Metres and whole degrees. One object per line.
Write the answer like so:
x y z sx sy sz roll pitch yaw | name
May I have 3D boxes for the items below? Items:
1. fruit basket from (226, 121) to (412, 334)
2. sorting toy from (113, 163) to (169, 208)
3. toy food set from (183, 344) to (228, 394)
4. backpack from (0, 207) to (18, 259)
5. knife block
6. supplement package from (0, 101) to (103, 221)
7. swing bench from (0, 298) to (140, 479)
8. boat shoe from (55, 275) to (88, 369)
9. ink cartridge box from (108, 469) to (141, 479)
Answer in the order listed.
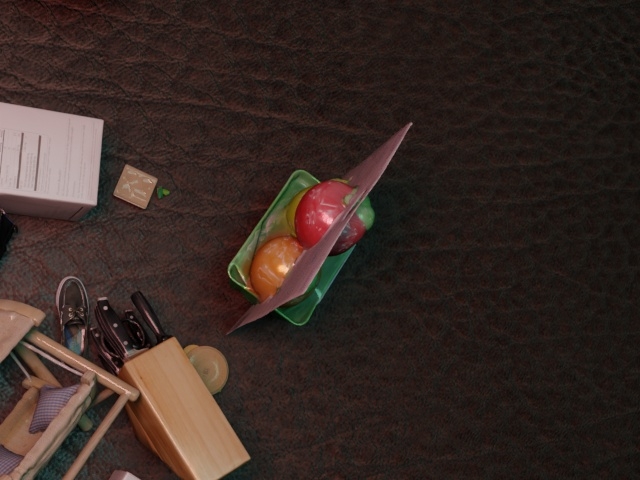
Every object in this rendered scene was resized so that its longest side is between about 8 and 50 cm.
0.000 0.000 1.396 0.165 0.353 0.327 40 63 -14 | fruit basket
-0.289 -0.081 1.455 0.083 0.012 0.062 25 63 -17 | sorting toy
-0.188 0.211 1.440 0.083 0.020 0.083 11 74 -26 | toy food set
-0.498 0.009 1.276 0.084 0.105 0.114 15 74 -1 | backpack
-0.232 0.202 1.300 0.088 0.275 0.242 -28 122 -29 | knife block
-0.456 -0.117 1.301 0.244 0.139 0.134 7 77 -27 | supplement package
-0.428 0.235 1.182 0.254 0.165 0.253 44 43 -13 | swing bench
-0.370 0.122 1.350 0.049 0.040 0.142 0 79 -28 | boat shoe
-0.287 0.442 1.306 0.127 0.072 0.175 37 65 -15 | ink cartridge box
